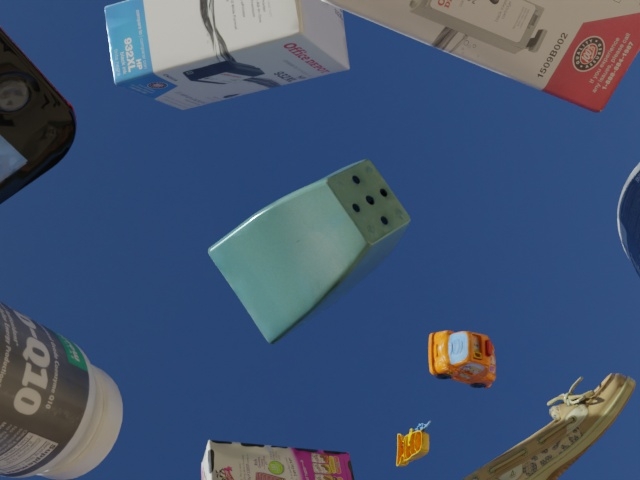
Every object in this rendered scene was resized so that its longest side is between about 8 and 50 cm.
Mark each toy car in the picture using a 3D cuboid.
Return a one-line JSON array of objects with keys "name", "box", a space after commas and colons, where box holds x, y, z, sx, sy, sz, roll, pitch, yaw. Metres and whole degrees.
[{"name": "toy car", "box": [0.099, 0.112, 0.660, 0.060, 0.040, 0.122, 33, -128, -14]}]

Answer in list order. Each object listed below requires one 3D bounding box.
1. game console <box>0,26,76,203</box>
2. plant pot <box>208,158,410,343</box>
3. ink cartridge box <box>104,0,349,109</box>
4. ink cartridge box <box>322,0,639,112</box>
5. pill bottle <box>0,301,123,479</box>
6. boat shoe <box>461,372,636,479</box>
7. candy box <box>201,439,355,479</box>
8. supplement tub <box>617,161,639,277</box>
[{"name": "game console", "box": [-0.481, -0.101, 0.971, 0.386, 0.342, 0.060, -36, -120, -2]}, {"name": "plant pot", "box": [0.000, 0.000, 1.297, 0.165, 0.234, 0.165, -30, -96, -48]}, {"name": "ink cartridge box", "box": [-0.136, -0.310, 1.432, 0.223, 0.307, 0.129, 11, -110, -70]}, {"name": "ink cartridge box", "box": [0.152, -0.256, 0.779, 0.283, 0.117, 0.207, 16, -63, -21]}, {"name": "pill bottle", "box": [-0.426, 0.193, 1.217, 0.361, 0.204, 0.204, 49, -126, -58]}, {"name": "boat shoe", "box": [0.329, 0.281, 1.327, 0.285, 0.104, 0.089, -43, -107, -4]}, {"name": "candy box", "box": [-0.063, 0.395, 1.428, 0.233, 0.071, 0.159, 9, -147, -14]}, {"name": "supplement tub", "box": [0.418, 0.000, 0.949, 0.193, 0.316, 0.194, 2, -78, 11]}]
